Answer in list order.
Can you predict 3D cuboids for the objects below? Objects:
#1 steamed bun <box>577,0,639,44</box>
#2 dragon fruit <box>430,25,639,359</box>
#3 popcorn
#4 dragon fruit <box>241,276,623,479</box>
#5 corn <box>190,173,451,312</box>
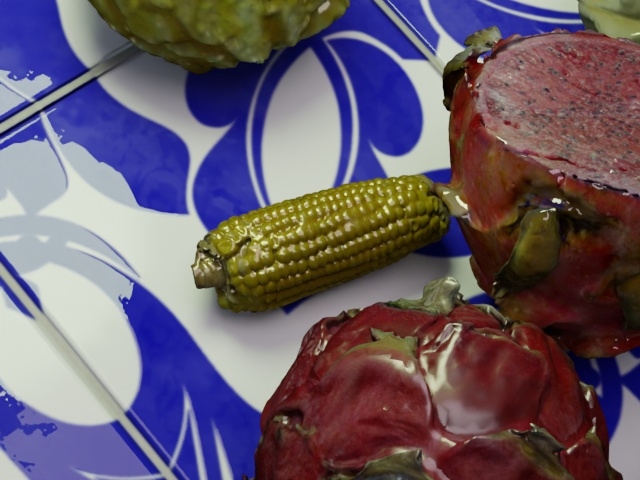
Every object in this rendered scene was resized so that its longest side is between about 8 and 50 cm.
[{"bbox_3d":[0.381,-0.235,1.794,0.275,0.206,0.320,30,34,-7],"label":"steamed bun"},{"bbox_3d":[0.240,-0.006,1.608,0.296,0.263,0.314,-2,39,-20],"label":"dragon fruit"},{"bbox_3d":[-0.111,-0.296,1.695,0.282,0.247,0.282,2,46,-2],"label":"popcorn"},{"bbox_3d":[0.091,0.203,1.449,0.329,0.329,0.329,5,62,-10],"label":"dragon fruit"},{"bbox_3d":[0.000,0.000,1.649,0.261,0.097,0.097,-16,68,-21],"label":"corn"}]
